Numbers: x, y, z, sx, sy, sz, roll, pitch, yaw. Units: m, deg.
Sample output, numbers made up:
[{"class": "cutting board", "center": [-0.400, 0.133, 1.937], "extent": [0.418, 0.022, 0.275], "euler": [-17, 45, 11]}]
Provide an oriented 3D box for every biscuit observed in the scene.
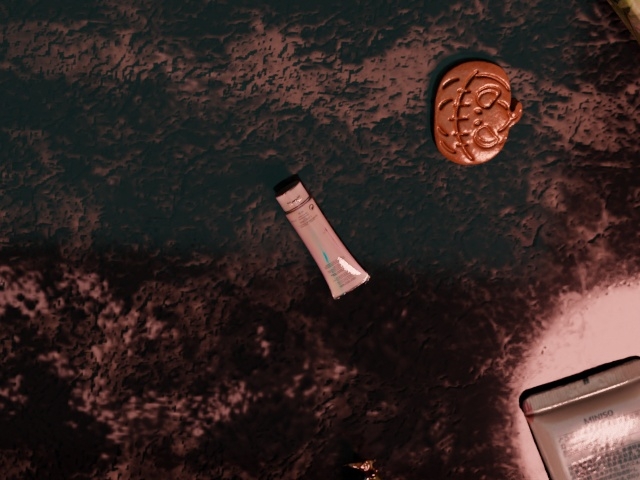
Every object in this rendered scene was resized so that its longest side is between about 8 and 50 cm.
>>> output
[{"class": "biscuit", "center": [0.136, -0.110, 1.137], "extent": [0.078, 0.015, 0.091], "euler": [-3, 108, -4]}]

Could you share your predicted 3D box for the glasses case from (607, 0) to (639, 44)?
[{"class": "glasses case", "center": [0.339, -0.156, 1.117], "extent": [0.095, 0.062, 0.272], "euler": [-40, 107, 2]}]

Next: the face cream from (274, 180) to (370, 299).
[{"class": "face cream", "center": [0.000, 0.000, 1.156], "extent": [0.038, 0.020, 0.115], "euler": [-32, 108, 4]}]

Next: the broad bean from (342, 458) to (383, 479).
[{"class": "broad bean", "center": [0.025, 0.306, 1.246], "extent": [0.069, 0.039, 0.227], "euler": [11, 105, -15]}]

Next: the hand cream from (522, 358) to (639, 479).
[{"class": "hand cream", "center": [0.296, 0.285, 1.259], "extent": [0.124, 0.078, 0.341], "euler": [-18, 100, 1]}]
